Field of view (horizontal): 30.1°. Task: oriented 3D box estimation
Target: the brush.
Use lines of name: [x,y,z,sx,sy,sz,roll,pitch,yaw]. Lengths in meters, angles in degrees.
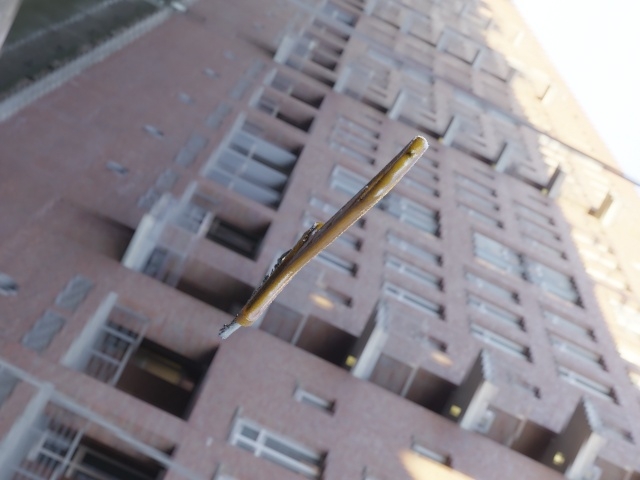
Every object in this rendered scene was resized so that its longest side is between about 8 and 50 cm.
brush: [0.000,0.000,0.727,0.090,0.017,0.314,-51,-177,-24]
